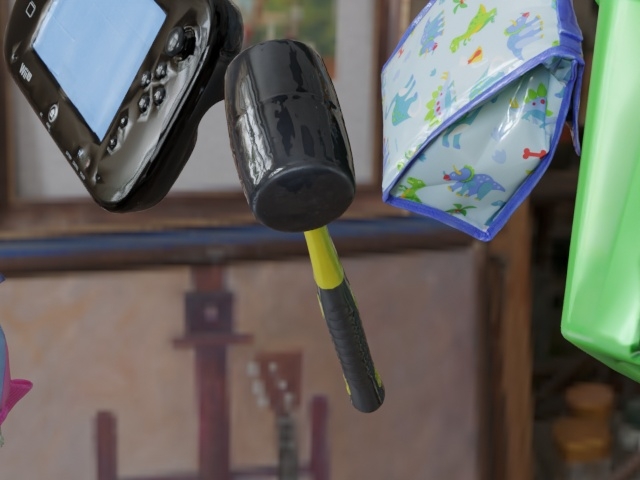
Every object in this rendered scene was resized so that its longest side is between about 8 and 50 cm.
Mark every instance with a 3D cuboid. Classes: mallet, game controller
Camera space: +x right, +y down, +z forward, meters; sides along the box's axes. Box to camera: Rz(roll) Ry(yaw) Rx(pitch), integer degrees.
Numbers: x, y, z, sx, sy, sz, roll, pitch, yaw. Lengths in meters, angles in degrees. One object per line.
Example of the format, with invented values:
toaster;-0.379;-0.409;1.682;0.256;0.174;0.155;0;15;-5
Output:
mallet;0.000;0.000;0.708;0.039;0.189;0.062;-15;60;2
game controller;-0.148;-0.143;1.368;0.067;0.166;0.319;30;12;-35

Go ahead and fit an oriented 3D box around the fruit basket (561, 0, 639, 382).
fruit basket;0.284;-0.066;0.804;0.392;0.392;0.283;-18;25;-42

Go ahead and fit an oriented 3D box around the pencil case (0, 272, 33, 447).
pencil case;-0.170;0.095;0.666;0.104;0.104;0.236;4;31;5

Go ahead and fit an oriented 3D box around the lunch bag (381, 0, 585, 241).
lunch bag;0.106;-0.098;1.154;0.096;0.151;0.128;19;41;-19
